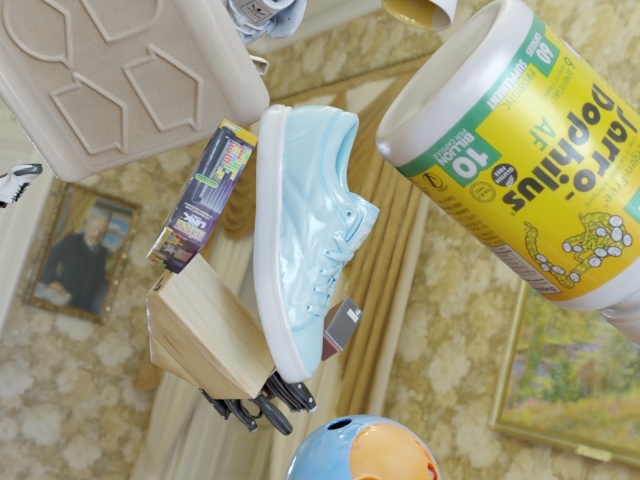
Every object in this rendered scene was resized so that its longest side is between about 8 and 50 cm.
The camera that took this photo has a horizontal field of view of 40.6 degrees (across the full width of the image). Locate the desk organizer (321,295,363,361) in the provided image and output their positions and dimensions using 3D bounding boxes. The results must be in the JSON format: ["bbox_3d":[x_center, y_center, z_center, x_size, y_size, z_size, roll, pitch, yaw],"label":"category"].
[{"bbox_3d":[0.028,0.158,1.557,0.050,0.130,0.047,-37,-82,32],"label":"desk organizer"}]

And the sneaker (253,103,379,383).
[{"bbox_3d":[0.000,0.000,1.111,0.150,0.365,0.135,-3,-2,14],"label":"sneaker"}]

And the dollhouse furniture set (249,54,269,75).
[{"bbox_3d":[-0.148,-0.345,1.654,0.114,0.081,0.091,11,-46,-18],"label":"dollhouse furniture set"}]

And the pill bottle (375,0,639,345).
[{"bbox_3d":[0.145,-0.032,0.512,0.208,0.117,0.117,40,-16,-11],"label":"pill bottle"}]

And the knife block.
[{"bbox_3d":[-0.112,0.158,1.190,0.242,0.088,0.275,25,-36,9],"label":"knife block"}]

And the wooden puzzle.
[{"bbox_3d":[-0.285,-0.264,1.191,0.348,0.080,0.322,-17,-57,18],"label":"wooden puzzle"}]

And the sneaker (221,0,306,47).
[{"bbox_3d":[-0.159,-0.357,1.428,0.137,0.366,0.210,39,-1,-30],"label":"sneaker"}]

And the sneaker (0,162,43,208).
[{"bbox_3d":[-0.419,-0.076,1.198,0.109,0.043,0.040,-22,-9,34],"label":"sneaker"}]

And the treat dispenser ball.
[{"bbox_3d":[0.076,0.456,1.538,0.288,0.288,0.288,14,-10,3],"label":"treat dispenser ball"}]

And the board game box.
[{"bbox_3d":[-0.138,-0.045,0.987,0.048,0.141,0.170,27,-19,-11],"label":"board game box"}]

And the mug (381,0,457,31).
[{"bbox_3d":[0.084,-0.219,0.724,0.078,0.064,0.062,15,-10,35],"label":"mug"}]
